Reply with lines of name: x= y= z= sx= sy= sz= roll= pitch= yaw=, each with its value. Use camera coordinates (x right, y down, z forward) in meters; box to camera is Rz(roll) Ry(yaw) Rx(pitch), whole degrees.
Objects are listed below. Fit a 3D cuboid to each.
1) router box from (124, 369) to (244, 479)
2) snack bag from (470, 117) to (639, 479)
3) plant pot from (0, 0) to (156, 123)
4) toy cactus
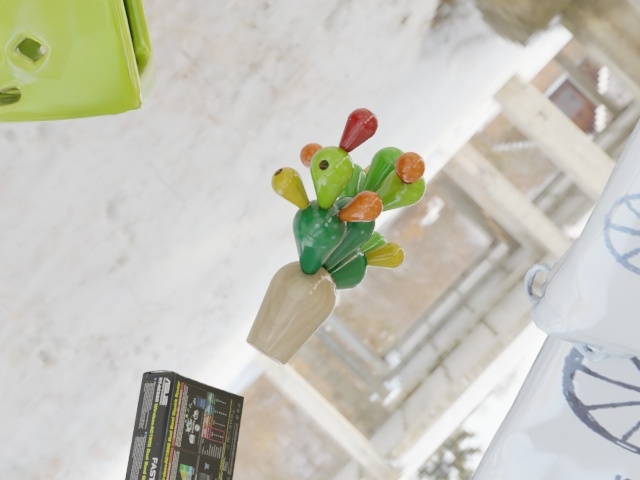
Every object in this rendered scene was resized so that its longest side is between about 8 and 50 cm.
router box: x=-0.111 y=0.175 z=1.056 sx=0.038 sy=0.092 sz=0.122 roll=-5 pitch=-111 yaw=34
snack bag: x=0.208 y=0.077 z=0.368 sx=0.037 sy=0.323 sz=0.342 roll=-58 pitch=171 yaw=-40
plant pot: x=-0.225 y=-0.180 z=0.794 sx=0.207 sy=0.228 sz=0.227 roll=-11 pitch=-167 yaw=-2
toy cactus: x=0.000 y=0.000 z=0.938 sx=0.180 sy=0.112 sz=0.219 roll=-57 pitch=174 yaw=-10
